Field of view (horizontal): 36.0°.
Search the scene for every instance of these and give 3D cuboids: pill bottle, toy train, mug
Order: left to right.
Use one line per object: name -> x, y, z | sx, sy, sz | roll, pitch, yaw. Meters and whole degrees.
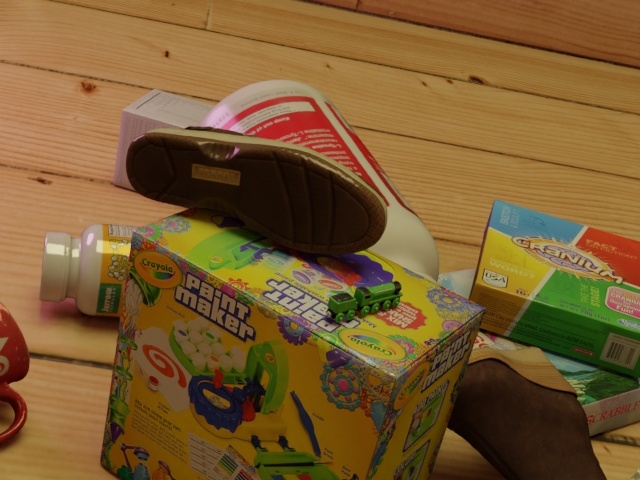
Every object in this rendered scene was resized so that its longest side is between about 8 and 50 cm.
mug -> -0.382, 0.142, 0.982 | 0.150, 0.113, 0.169 | 32, 40, 23
pill bottle -> -0.244, 0.040, 1.246 | 0.208, 0.118, 0.117 | 6, 27, -16
pill bottle -> 0.000, 0.000, 1.206 | 0.229, 0.229, 0.408 | -3, 41, -29
toy train -> 0.039, 0.050, 0.835 | 0.083, 0.024, 0.017 | -12, 36, -39

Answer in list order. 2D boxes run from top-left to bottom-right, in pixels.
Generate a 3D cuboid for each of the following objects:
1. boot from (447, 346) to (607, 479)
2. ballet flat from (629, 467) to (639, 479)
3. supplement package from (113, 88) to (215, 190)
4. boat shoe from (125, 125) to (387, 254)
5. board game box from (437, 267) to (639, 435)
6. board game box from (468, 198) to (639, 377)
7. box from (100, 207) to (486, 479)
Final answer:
boot -> 0.204, 0.219, 1.038 | 0.248, 0.090, 0.207 | -4, 61, -38
ballet flat -> 0.515, 0.252, 1.171 | 0.408, 0.147, 0.147 | -8, 33, -35
supplement package -> -0.191, -0.137, 1.600 | 0.244, 0.134, 0.139 | 17, 26, 8
boat shoe -> -0.051, -0.061, 0.938 | 0.257, 0.095, 0.095 | 19, 21, 13
board game box -> 0.266, 0.145, 1.334 | 0.318, 0.066, 0.318 | -8, 33, -36
board game box -> 0.340, 0.056, 1.396 | 0.242, 0.064, 0.316 | 17, 26, 7
box -> -0.038, 0.145, 0.954 | 0.290, 0.279, 0.177 | 28, 30, 25
